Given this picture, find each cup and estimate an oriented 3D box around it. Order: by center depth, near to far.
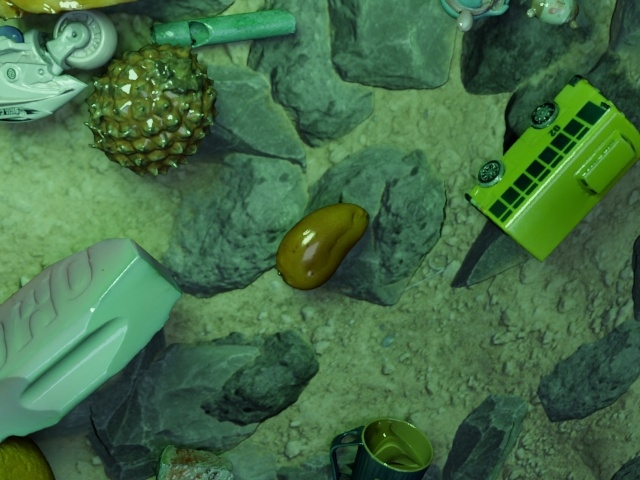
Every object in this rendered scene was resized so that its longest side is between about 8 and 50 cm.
[{"bbox_3d":[0.097,0.411,1.629,0.176,0.131,0.155,16,119,2],"label":"cup"}]

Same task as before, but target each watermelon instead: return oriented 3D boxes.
[{"bbox_3d":[-0.210,0.410,1.527,0.139,0.071,0.187,-22,117,-18],"label":"watermelon"}]

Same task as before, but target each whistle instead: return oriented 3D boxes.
[{"bbox_3d":[-0.124,-0.271,1.180,0.186,0.039,0.039,-11,122,-17],"label":"whistle"}]

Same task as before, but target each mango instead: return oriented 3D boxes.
[{"bbox_3d":[-0.003,-0.001,1.360,0.159,0.084,0.105,-51,142,-10],"label":"mango"}]

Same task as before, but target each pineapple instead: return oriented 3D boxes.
[{"bbox_3d":[-0.200,-0.167,1.110,0.166,0.166,0.193,11,151,-28],"label":"pineapple"}]

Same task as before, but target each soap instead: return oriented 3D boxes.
[{"bbox_3d":[-0.345,0.124,1.221,0.324,0.193,0.109,-38,126,1],"label":"soap"}]

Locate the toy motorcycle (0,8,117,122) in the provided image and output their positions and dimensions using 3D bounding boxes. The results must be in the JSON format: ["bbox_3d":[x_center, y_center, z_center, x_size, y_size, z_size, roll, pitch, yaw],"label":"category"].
[{"bbox_3d":[-0.352,-0.191,1.071,0.254,0.112,0.112,-21,126,8],"label":"toy motorcycle"}]

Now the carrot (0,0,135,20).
[{"bbox_3d":[-0.282,-0.376,0.981,0.195,0.196,0.254,-9,112,-18],"label":"carrot"}]

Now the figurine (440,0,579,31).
[{"bbox_3d":[0.277,-0.369,1.243,0.260,0.103,0.205,-32,100,-8],"label":"figurine"}]

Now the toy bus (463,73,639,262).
[{"bbox_3d":[0.370,-0.109,1.412,0.128,0.150,0.262,36,100,-36],"label":"toy bus"}]

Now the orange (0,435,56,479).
[{"bbox_3d":[-0.495,0.377,1.277,0.264,0.264,0.264,-10,122,-17],"label":"orange"}]
